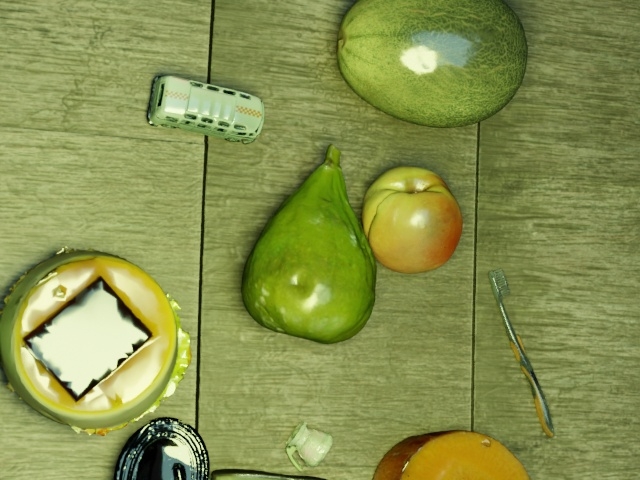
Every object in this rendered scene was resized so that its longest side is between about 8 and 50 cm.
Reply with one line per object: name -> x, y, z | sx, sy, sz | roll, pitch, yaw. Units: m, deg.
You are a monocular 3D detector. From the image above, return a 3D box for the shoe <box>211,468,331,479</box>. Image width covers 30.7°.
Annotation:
shoe -> -0.048, 0.432, 1.913 | 0.275, 0.103, 0.098 | 7, 85, -11

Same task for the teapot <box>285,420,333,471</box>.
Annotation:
teapot -> -0.025, 0.345, 1.949 | 0.064, 0.064, 0.083 | 36, 108, -5

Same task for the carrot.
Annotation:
carrot -> 0.238, 0.459, 2.003 | 0.307, 0.100, 0.258 | 36, 79, -14

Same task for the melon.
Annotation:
melon -> 0.188, -0.315, 1.967 | 0.329, 0.248, 0.248 | 6, 84, -11

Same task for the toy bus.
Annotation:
toy bus -> -0.182, -0.216, 1.918 | 0.194, 0.089, 0.087 | 12, 83, -18

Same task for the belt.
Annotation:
belt -> -0.250, 0.382, 1.849 | 0.151, 0.078, 0.198 | 13, 83, -2

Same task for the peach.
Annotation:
peach -> 0.155, -0.031, 1.971 | 0.184, 0.184, 0.184 | 1, 86, -18

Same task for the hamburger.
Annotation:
hamburger -> -0.352, 0.154, 1.792 | 0.294, 0.179, 0.276 | 47, 72, -6

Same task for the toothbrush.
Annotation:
toothbrush -> 0.363, 0.205, 2.100 | 0.031, 0.023, 0.320 | -18, 92, -15

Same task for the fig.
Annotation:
fig -> 0.012, 0.028, 1.896 | 0.233, 0.233, 0.314 | 42, 70, -11
